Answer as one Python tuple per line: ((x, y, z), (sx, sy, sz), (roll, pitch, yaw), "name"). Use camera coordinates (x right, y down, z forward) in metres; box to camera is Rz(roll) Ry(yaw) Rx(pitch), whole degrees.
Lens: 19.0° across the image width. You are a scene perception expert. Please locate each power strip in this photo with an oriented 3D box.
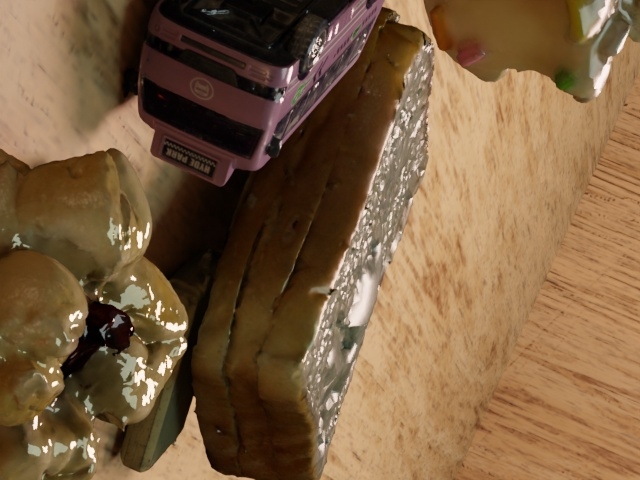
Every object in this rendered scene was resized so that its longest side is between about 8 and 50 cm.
((-0.099, 0.077, 1.320), (0.076, 0.028, 0.169), (-46, 157, -63), "power strip")

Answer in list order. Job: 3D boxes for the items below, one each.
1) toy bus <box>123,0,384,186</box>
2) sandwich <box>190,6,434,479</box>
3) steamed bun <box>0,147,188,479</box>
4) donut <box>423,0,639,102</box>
((-0.032, -0.120, 1.112), (0.199, 0.096, 0.108), (-53, 165, -55), "toy bus")
((0.000, 0.000, 1.339), (0.271, 0.099, 0.301), (94, 15, -67), "sandwich")
((-0.133, 0.041, 0.963), (0.177, 0.106, 0.192), (95, 21, -57), "steamed bun")
((0.123, -0.245, 1.191), (0.371, 0.150, 0.307), (-56, 142, -79), "donut")
